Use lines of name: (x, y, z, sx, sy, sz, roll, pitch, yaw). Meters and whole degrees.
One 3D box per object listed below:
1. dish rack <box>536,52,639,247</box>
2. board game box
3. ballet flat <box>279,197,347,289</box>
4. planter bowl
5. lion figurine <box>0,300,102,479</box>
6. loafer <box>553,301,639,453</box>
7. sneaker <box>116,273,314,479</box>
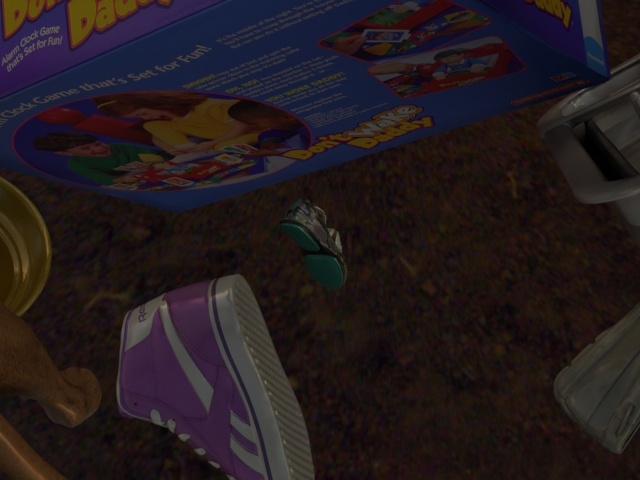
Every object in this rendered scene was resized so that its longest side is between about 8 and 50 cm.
dish rack: (0.263, -0.088, 0.588, 0.285, 0.333, 0.072, -28, 98, 13)
board game box: (-0.044, -0.109, 0.653, 0.347, 0.233, 0.078, -14, 72, 35)
ballet flat: (0.000, 0.000, 0.966, 0.041, 0.041, 0.114, -24, 142, 7)
planter bowl: (-0.377, 0.031, 1.087, 0.217, 0.217, 0.090, 23, 139, -4)
lion figurine: (-0.238, 0.025, 0.560, 0.392, 0.240, 0.142, 21, 63, 25)
loafer: (0.379, 0.090, 1.152, 0.111, 0.112, 0.319, 49, 119, 20)
sneaker: (-0.107, 0.180, 1.100, 0.161, 0.102, 0.282, -17, 99, 12)
